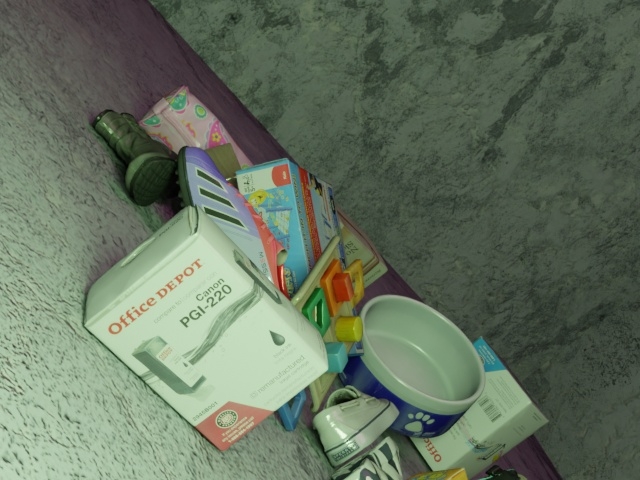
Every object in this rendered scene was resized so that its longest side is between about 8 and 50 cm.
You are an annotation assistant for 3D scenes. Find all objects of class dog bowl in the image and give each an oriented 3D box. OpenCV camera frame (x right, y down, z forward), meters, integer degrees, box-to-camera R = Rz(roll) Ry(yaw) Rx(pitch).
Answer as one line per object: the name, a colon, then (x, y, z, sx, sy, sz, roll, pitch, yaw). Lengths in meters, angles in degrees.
dog bowl: (0.163, 0.228, 1.930, 0.265, 0.104, 0.265, 23, 33, -16)

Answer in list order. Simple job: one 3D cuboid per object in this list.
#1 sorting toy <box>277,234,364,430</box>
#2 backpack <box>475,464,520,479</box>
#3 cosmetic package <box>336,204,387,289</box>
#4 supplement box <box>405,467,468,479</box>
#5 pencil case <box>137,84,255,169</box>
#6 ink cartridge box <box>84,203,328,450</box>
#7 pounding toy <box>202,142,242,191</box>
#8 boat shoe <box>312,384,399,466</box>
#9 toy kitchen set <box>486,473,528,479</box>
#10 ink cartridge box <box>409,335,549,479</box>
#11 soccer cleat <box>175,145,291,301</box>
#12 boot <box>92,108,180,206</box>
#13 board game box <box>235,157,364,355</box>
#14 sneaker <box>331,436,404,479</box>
sorting toy: (0.018, 0.116, 1.491, 0.347, 0.047, 0.196, -56, 143, -54)
backpack: (0.219, 0.425, 1.445, 0.144, 0.166, 0.188, -123, -151, -42)
cosmetic package: (0.000, 0.000, 2.301, 0.296, 0.153, 0.129, 41, 14, -46)
supplement box: (0.165, 0.400, 1.286, 0.080, 0.078, 0.233, -22, 95, -52)
pencil case: (-0.201, -0.143, 1.912, 0.284, 0.124, 0.124, 52, 7, -12)
ink cartridge box: (-0.120, 0.094, 1.124, 0.218, 0.158, 0.092, 48, 9, -21)
pounding toy: (-0.154, -0.031, 1.751, 0.206, 0.094, 0.181, -116, -169, -57)
boat shoe: (0.045, 0.261, 1.571, 0.088, 0.096, 0.267, 56, 16, 6)
toy kitchen set: (0.337, 0.559, 1.970, 0.122, 0.166, 0.207, 46, 46, -32)
ink cartridge box: (0.294, 0.343, 2.080, 0.171, 0.233, 0.168, 55, 7, 31)
soccer cleat: (-0.114, -0.003, 1.527, 0.108, 0.116, 0.318, 26, 41, -75)
boot: (-0.289, -0.134, 1.604, 0.161, 0.083, 0.246, 41, 6, 3)
board game box: (-0.026, 0.046, 1.705, 0.302, 0.086, 0.308, 21, 58, -75)
sneaker: (0.090, 0.354, 1.391, 0.153, 0.094, 0.235, 57, 4, 6)
